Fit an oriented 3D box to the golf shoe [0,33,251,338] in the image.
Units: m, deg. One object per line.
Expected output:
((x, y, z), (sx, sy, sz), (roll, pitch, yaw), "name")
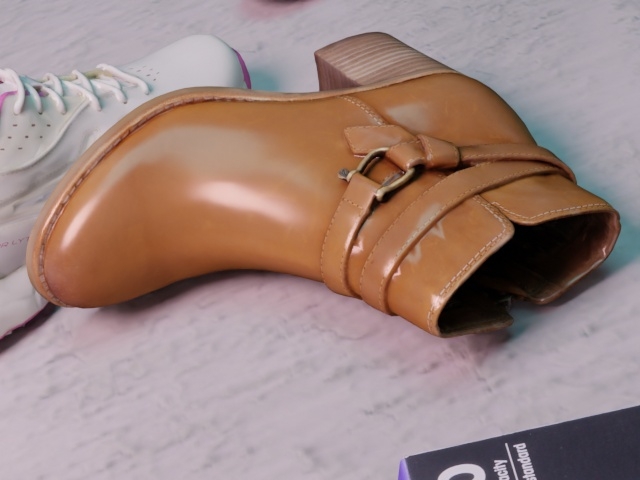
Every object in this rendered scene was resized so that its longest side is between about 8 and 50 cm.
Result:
((-0.161, -0.057, 0.839), (0.115, 0.140, 0.306), (20, 50, 38), "golf shoe")

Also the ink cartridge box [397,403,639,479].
((0.098, 0.165, 0.565), (0.208, 0.045, 0.206), (-15, 40, 3), "ink cartridge box")

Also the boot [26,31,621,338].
((0.000, 0.000, 0.762), (0.283, 0.109, 0.220), (-24, 44, -21), "boot")
